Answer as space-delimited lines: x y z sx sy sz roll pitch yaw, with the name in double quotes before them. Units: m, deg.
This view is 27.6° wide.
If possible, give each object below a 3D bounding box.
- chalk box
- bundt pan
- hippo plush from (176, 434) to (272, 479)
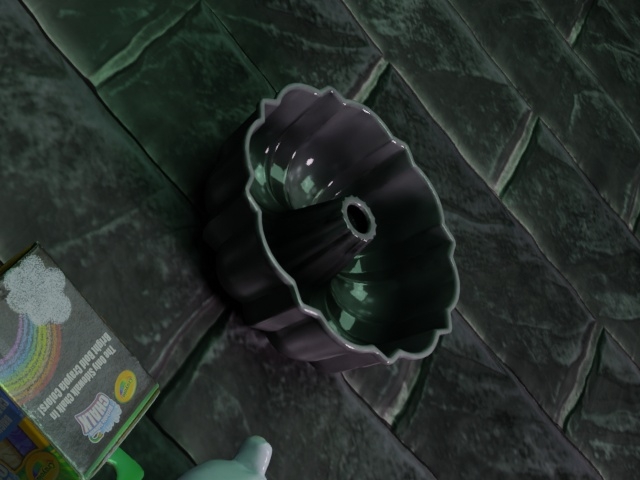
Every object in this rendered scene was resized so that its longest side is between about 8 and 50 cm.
"chalk box" -0.235 0.136 1.069 0.213 0.132 0.132 53 37 -11
"bundt pan" 0.000 0.000 1.432 0.331 0.124 0.331 29 47 -35
"hippo plush" -0.083 0.317 1.112 0.294 0.234 0.236 44 7 -44
